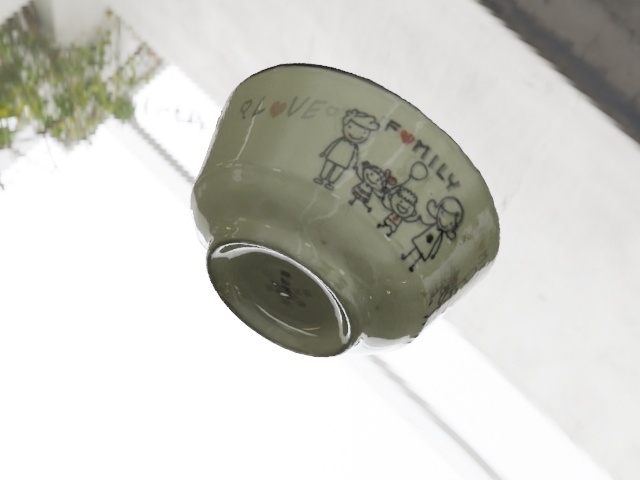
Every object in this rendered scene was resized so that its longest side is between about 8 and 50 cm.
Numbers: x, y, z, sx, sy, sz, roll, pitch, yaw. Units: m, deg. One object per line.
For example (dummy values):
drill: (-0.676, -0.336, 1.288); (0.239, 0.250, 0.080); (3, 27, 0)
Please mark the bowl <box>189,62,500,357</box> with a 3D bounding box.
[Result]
bowl: (0.000, 0.000, 1.179); (0.238, 0.237, 0.126); (31, -122, 4)
